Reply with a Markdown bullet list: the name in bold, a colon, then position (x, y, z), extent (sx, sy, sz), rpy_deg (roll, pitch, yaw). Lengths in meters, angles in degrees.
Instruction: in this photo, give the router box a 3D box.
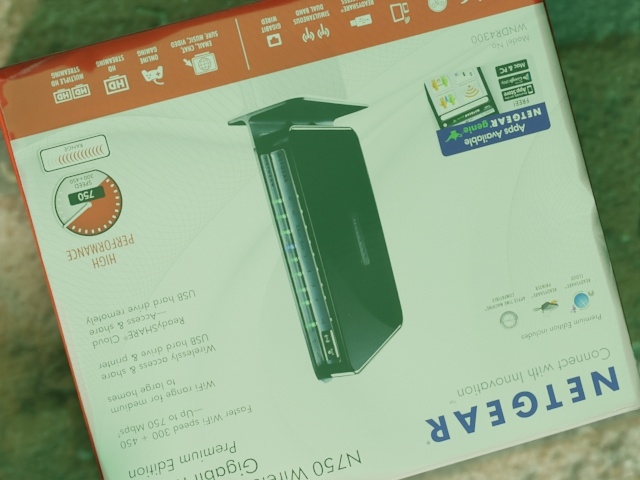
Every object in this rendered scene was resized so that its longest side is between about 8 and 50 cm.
- **router box**: position (0.000, 0.000, 1.222), extent (0.336, 0.082, 0.301), rpy_deg (-16, 93, -8)
